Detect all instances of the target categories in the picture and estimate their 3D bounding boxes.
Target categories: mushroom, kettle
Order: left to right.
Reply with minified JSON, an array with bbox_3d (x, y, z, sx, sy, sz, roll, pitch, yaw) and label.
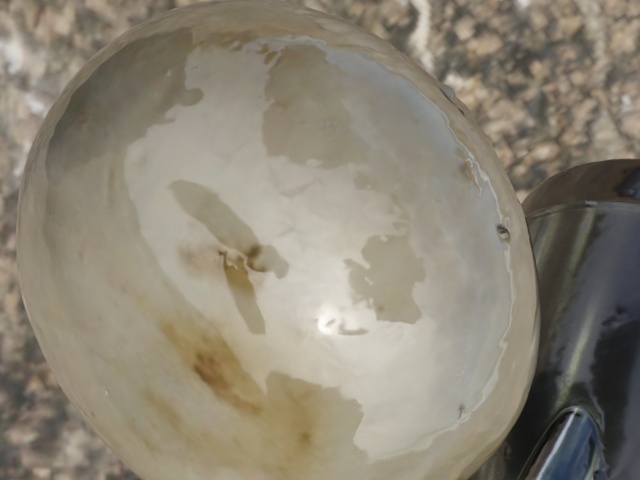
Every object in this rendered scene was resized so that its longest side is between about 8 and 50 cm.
[{"bbox_3d":[0.000,0.000,0.600,0.207,0.207,0.215,56,41,-2],"label":"mushroom"},{"bbox_3d":[0.144,0.130,0.835,0.207,0.251,0.271,31,56,-2],"label":"kettle"}]
